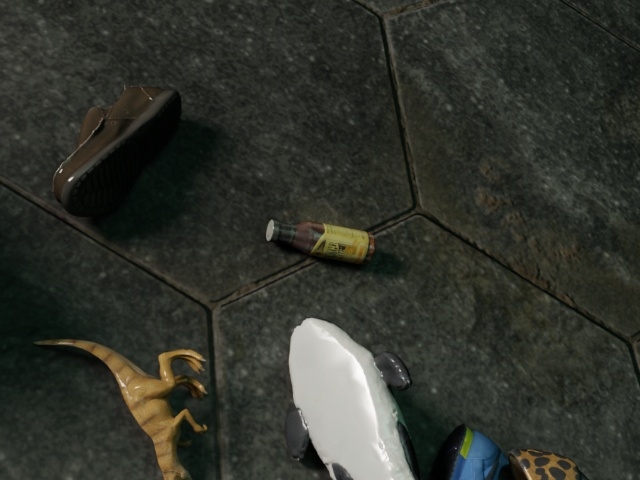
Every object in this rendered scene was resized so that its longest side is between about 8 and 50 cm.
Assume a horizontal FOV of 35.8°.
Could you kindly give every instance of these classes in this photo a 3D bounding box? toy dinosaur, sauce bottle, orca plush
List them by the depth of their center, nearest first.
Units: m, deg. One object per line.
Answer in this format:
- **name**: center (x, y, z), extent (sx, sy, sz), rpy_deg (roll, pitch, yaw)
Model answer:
- **toy dinosaur**: center (-0.171, 0.146, 0.969), extent (0.112, 0.064, 0.211), rpy_deg (-29, 75, -35)
- **orca plush**: center (0.069, 0.202, 1.020), extent (0.287, 0.151, 0.102), rpy_deg (40, 6, 35)
- **sauce bottle**: center (0.000, 0.000, 1.162), extent (0.128, 0.042, 0.042), rpy_deg (9, 56, -18)

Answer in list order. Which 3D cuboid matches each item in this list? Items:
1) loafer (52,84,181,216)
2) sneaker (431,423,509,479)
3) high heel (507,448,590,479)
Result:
- **loafer**: center (-0.235, -0.103, 1.101), extent (0.078, 0.080, 0.220), rpy_deg (19, 40, 13)
- **sneaker**: center (0.144, 0.291, 1.026), extent (0.082, 0.069, 0.209), rpy_deg (36, 51, -6)
- **high heel**: center (0.229, 0.345, 1.028), extent (0.186, 0.093, 0.261), rpy_deg (36, 50, 10)
